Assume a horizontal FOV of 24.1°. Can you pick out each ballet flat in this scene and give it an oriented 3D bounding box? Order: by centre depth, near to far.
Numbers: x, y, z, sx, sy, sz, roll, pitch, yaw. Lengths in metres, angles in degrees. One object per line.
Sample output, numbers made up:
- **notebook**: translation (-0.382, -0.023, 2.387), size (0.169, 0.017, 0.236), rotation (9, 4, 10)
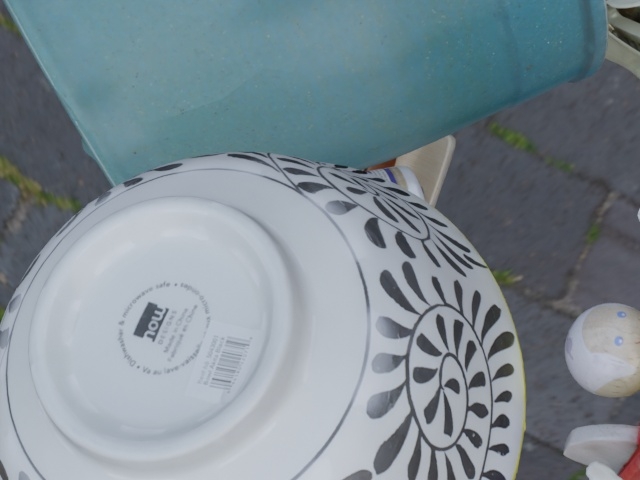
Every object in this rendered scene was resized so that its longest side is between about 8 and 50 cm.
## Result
- **ballet flat**: translation (0.334, -0.185, 1.434), size (0.086, 0.248, 0.086), rotation (-14, 121, -24)

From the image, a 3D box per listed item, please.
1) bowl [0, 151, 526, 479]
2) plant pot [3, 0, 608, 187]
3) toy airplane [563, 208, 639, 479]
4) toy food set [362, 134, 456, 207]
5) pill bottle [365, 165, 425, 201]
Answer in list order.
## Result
- **bowl**: translation (-0.032, 0.037, 0.423), size (0.170, 0.080, 0.170), rotation (-7, 65, 15)
- **plant pot**: translation (-0.029, -0.143, 0.790), size (0.255, 0.271, 0.271), rotation (-30, 85, -4)
- **toy airplane**: translation (0.335, 0.145, 1.398), size (0.272, 0.386, 0.384), rotation (27, 104, -15)
- **toy food set**: translation (-0.012, -0.040, 1.701), size (0.306, 0.092, 0.219), rotation (5, 114, -29)
- **pill bottle**: translation (0.000, 0.000, 1.369), size (0.187, 0.112, 0.112), rotation (-10, 82, -9)
